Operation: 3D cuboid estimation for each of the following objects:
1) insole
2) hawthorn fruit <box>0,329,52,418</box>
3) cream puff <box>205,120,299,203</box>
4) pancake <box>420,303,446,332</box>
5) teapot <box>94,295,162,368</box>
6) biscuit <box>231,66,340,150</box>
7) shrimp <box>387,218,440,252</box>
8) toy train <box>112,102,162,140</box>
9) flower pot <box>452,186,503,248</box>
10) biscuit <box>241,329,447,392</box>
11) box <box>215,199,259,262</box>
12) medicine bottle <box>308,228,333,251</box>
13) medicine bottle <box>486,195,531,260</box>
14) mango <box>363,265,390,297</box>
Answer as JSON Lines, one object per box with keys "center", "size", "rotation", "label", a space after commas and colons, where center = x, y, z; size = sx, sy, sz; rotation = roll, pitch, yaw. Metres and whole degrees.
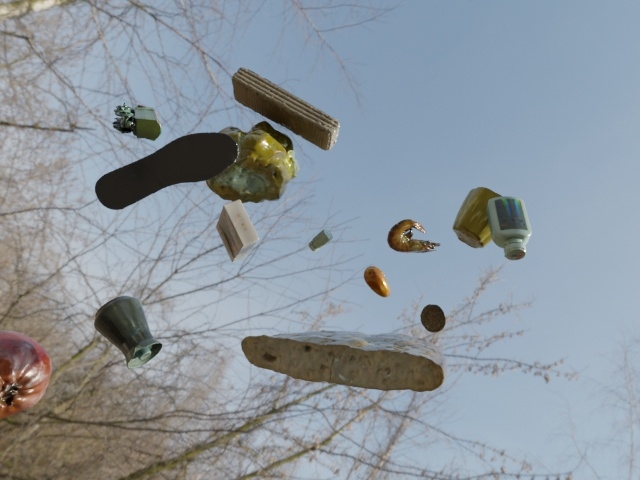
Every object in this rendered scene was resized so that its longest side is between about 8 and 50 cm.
{"center": [-0.358, -0.172, 1.031], "size": [0.119, 0.348, 0.009], "rotation": [66, -20, -12], "label": "insole"}
{"center": [-0.919, 0.382, 1.204], "size": [0.284, 0.284, 0.284], "rotation": [25, -41, 24], "label": "hawthorn fruit"}
{"center": [-0.269, -0.313, 1.648], "size": [0.378, 0.276, 0.378], "rotation": [-6, -29, -3], "label": "cream puff"}
{"center": [0.434, 0.301, 1.668], "size": [0.114, 0.011, 0.115], "rotation": [2, -87, 40], "label": "pancake"}
{"center": [-0.674, 0.331, 1.528], "size": [0.225, 0.171, 0.203], "rotation": [48, -30, 19], "label": "teapot"}
{"center": [-0.127, -0.473, 1.572], "size": [0.426, 0.079, 0.144], "rotation": [31, -19, 6], "label": "biscuit"}
{"center": [0.400, -0.008, 1.838], "size": [0.248, 0.068, 0.150], "rotation": [14, -71, -20], "label": "shrimp"}
{"center": [-0.298, -0.196, 0.700], "size": [0.148, 0.070, 0.038], "rotation": [47, -54, 58], "label": "toy train"}
{"center": [0.605, -0.076, 1.633], "size": [0.195, 0.179, 0.195], "rotation": [38, -11, 9], "label": "flower pot"}
{"center": [0.072, 0.270, 1.004], "size": [0.429, 0.104, 0.446], "rotation": [0, -9, 16], "label": "biscuit"}
{"center": [-0.289, -0.027, 1.472], "size": [0.150, 0.067, 0.233], "rotation": [66, -25, 8], "label": "box"}
{"center": [0.000, 0.000, 1.489], "size": [0.083, 0.047, 0.047], "rotation": [-40, -85, 29], "label": "medicine bottle"}
{"center": [0.638, -0.042, 1.452], "size": [0.121, 0.229, 0.083], "rotation": [1, -36, 7], "label": "medicine bottle"}
{"center": [0.136, 0.099, 1.010], "size": [0.046, 0.060, 0.089], "rotation": [-38, -70, 9], "label": "mango"}
